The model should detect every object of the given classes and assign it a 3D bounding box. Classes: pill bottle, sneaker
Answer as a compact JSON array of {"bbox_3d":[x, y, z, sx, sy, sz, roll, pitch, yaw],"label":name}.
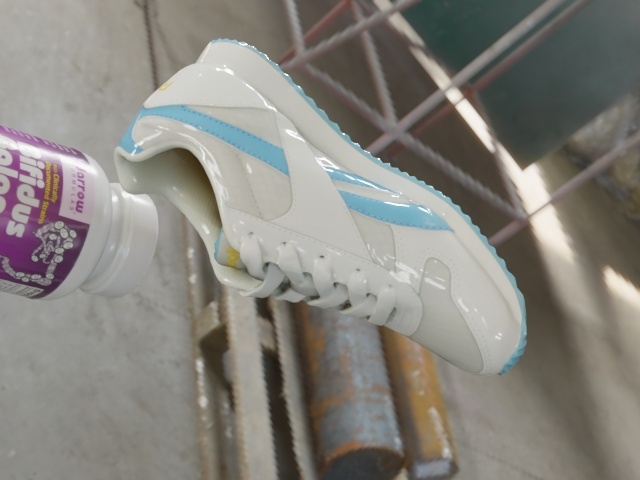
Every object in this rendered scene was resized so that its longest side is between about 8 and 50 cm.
[{"bbox_3d":[-0.327,-0.031,1.201,0.301,0.169,0.169,17,42,-40],"label":"pill bottle"},{"bbox_3d":[0.000,0.000,0.581,0.228,0.087,0.092,38,63,11],"label":"sneaker"}]
